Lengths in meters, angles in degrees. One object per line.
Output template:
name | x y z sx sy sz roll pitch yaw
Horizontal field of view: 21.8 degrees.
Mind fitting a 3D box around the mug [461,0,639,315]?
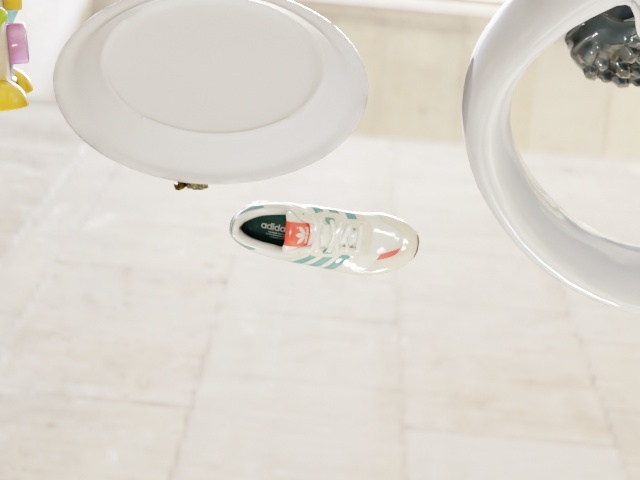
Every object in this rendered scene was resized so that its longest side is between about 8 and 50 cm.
mug | 0.240 -0.081 0.724 0.328 0.374 0.276 45 34 -32

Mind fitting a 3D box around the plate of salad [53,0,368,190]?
plate of salad | -0.070 -0.097 1.060 0.199 0.200 0.048 -84 -179 -45

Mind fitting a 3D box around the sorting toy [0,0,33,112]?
sorting toy | -0.108 -0.079 0.499 0.083 0.045 0.075 -122 -144 -75

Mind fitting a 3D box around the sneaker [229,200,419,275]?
sneaker | 0.000 0.000 1.388 0.075 0.161 0.057 -23 122 -78

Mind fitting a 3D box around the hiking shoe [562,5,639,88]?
hiking shoe | 0.253 -0.185 1.006 0.132 0.304 0.113 65 -29 5
